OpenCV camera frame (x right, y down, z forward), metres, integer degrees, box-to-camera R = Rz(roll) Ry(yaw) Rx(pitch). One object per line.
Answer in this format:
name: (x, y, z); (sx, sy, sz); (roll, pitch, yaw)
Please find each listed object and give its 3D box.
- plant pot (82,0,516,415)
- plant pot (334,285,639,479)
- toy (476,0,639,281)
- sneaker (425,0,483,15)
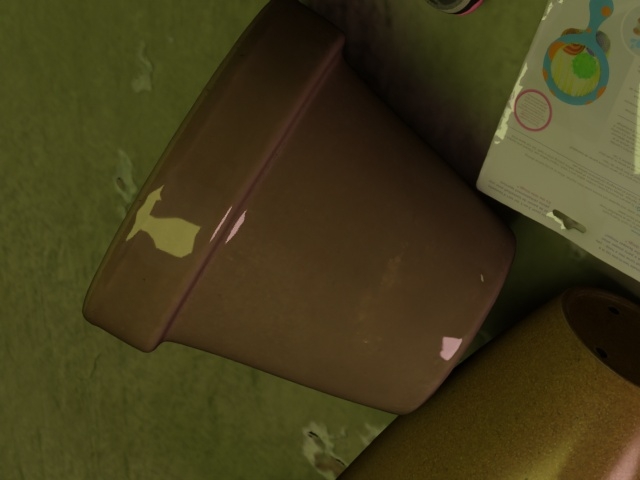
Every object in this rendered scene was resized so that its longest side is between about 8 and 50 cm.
plant pot: (0.000, 0.000, 1.051); (0.229, 0.263, 0.263); (32, 132, -3)
plant pot: (0.147, 0.163, 1.061); (0.237, 0.237, 0.254); (36, 118, 13)
toy: (0.201, -0.106, 0.958); (0.137, 0.056, 0.237); (32, 125, 21)
sneaker: (0.048, -0.216, 0.988); (0.063, 0.075, 0.170); (-18, 105, 41)
